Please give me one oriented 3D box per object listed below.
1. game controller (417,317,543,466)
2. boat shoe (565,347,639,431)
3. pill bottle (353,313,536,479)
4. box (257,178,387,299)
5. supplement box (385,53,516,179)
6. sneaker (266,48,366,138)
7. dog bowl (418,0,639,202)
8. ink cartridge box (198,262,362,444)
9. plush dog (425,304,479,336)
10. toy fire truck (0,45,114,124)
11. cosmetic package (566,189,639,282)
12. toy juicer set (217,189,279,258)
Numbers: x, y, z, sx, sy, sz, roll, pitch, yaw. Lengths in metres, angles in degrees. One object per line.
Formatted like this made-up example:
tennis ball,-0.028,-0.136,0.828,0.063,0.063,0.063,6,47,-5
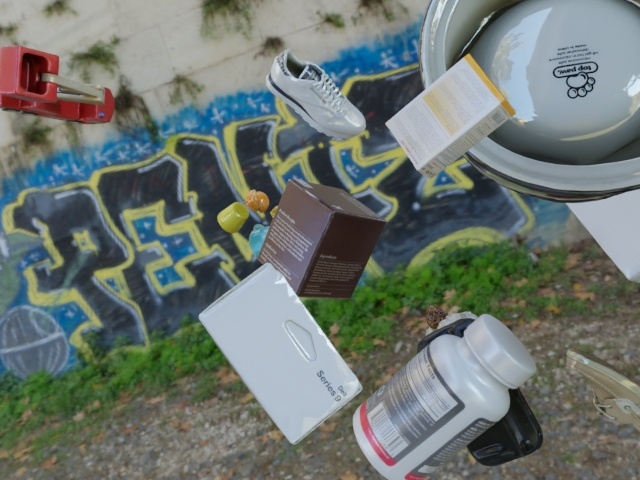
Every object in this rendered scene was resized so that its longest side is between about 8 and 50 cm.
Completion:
game controller,0.341,0.332,1.327,0.167,0.319,0.067,-32,-8,31
boat shoe,0.608,0.327,1.229,0.098,0.302,0.109,-55,8,6
pill bottle,0.223,0.283,1.100,0.318,0.176,0.176,-47,-7,20
box,0.000,0.000,1.321,0.167,0.203,0.168,8,23,-43
supplement box,0.118,-0.112,0.561,0.098,0.062,0.036,-38,-27,21
sneaker,0.000,-0.299,1.263,0.095,0.235,0.090,-44,19,54
dog bowl,0.341,-0.233,0.827,0.408,0.407,0.150,-18,-17,7
ink cartridge box,-0.075,0.158,0.903,0.122,0.211,0.289,-37,0,-13
plush dog,0.373,0.280,1.607,0.263,0.225,0.210,12,43,29
toy fire truck,-0.288,-0.164,0.673,0.135,0.047,0.192,5,3,28
cosmetic package,0.742,-0.105,1.486,0.156,0.384,0.217,12,-50,-43
toy juicer set,-0.118,0.001,1.671,0.089,0.329,0.209,-41,9,34
